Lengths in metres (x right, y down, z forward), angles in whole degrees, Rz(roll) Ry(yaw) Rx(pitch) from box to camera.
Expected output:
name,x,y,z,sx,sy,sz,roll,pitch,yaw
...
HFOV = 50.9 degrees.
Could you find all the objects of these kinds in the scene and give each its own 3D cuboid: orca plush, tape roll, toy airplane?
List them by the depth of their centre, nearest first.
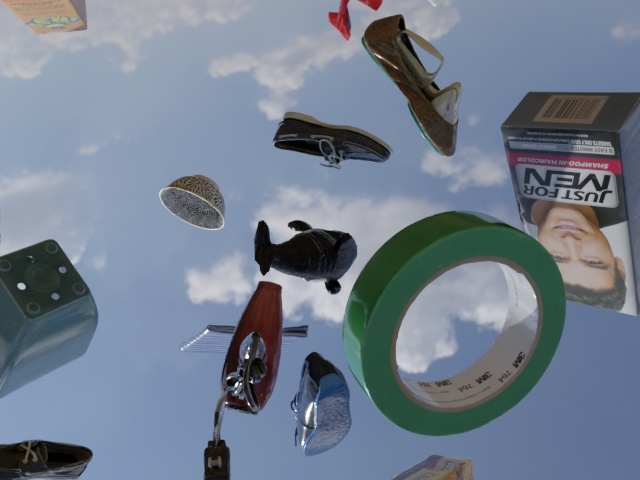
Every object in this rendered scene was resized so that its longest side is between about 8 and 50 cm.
name,x,y,z,sx,sy,sz,roll,pitch,yaw
tape roll,0.192,0.120,0.954,0.321,0.321,0.077,-17,-156,-13
toy airplane,0.039,-0.371,1.013,0.028,0.151,0.151,-20,-153,-22
orca plush,0.000,0.000,1.155,0.102,0.287,0.151,-36,-122,24

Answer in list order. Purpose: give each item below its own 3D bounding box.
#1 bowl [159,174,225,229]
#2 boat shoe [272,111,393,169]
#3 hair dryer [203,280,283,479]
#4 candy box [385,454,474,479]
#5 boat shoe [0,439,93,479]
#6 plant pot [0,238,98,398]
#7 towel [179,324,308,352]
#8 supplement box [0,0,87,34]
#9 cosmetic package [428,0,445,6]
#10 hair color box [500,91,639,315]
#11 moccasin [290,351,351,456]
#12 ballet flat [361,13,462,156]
name,x,y,z,sx,sy,sz,roll,pitch,yaw
bowl,-0.292,-0.105,1.617,0.170,0.170,0.080,6,-121,32
boat shoe,0.020,-0.191,1.347,0.255,0.095,0.079,20,-106,19
hair dryer,-0.080,0.160,0.894,0.080,0.223,0.293,18,-148,-11
candy box,0.192,0.539,1.113,0.088,0.316,0.183,-6,175,37
boat shoe,-0.501,0.374,1.156,0.219,0.070,0.078,20,-151,-47
plant pot,-0.610,0.137,1.390,0.248,0.247,0.252,-29,169,-48
towel,-0.195,0.236,1.629,0.243,0.040,0.336,5,162,-22
supplement box,-0.343,-0.315,0.835,0.078,0.080,0.233,-8,-169,-11
cosmetic package,0.198,-0.367,0.724,0.231,0.085,0.117,-30,-159,47
hair color box,0.440,-0.058,1.119,0.185,0.374,0.113,12,-132,41
moccasin,0.006,0.368,1.520,0.138,0.342,0.117,-14,-130,-24
ballet flat,0.228,-0.342,1.457,0.124,0.342,0.116,-28,-168,37
